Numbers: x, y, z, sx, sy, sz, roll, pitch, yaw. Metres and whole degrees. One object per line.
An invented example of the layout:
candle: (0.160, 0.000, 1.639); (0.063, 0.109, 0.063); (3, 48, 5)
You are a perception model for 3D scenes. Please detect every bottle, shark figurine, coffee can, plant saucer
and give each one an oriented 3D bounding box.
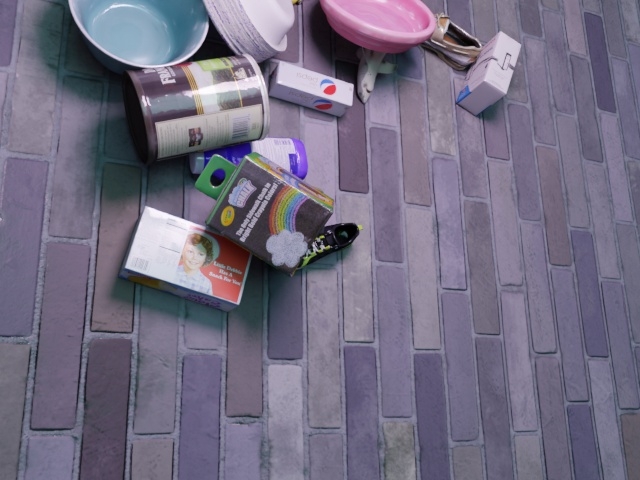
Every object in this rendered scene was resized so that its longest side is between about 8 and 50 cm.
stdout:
bottle: (-0.174, -0.194, 1.614); (0.282, 0.092, 0.118); (-3, 71, -26)
shark figurine: (0.165, -0.538, 1.878); (0.278, 0.116, 0.166); (-45, 130, -21)
coffee can: (-0.277, -0.295, 1.473); (0.275, 0.201, 0.202); (-15, 82, -23)
plant saucer: (0.146, -0.608, 1.791); (0.332, 0.084, 0.332); (12, 42, -11)

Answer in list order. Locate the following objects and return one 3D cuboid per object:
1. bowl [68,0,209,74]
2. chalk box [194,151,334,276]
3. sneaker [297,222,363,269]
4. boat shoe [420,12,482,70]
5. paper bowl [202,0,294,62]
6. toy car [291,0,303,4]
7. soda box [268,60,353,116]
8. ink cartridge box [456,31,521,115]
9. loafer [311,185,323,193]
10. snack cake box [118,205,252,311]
bowl: (-0.431, -0.506, 1.546); (0.311, 0.163, 0.312); (8, 71, -23)
chalk box: (-0.134, -0.082, 1.485); (0.289, 0.179, 0.180); (33, 100, -3)
sneaker: (0.000, 0.000, 1.635); (0.234, 0.097, 0.084); (-24, 85, -29)
boat shoe: (0.348, -0.631, 1.983); (0.302, 0.103, 0.113); (26, 65, -16)
paper bowl: (-0.168, -0.588, 1.621); (0.284, 0.148, 0.284); (53, 25, -39)
toy car: (0.020, -0.744, 1.891); (0.225, 0.053, 0.239); (21, 67, -18)
soda box: (-0.024, -0.399, 1.756); (0.216, 0.074, 0.069); (12, 70, -22)
ink cartridge box: (0.506, -0.500, 1.993); (0.086, 0.148, 0.203); (28, 64, -13)
loafer: (-0.063, -0.105, 1.664); (0.148, 0.056, 0.050); (-4, 77, -16)
snack cake box: (-0.297, 0.045, 1.488); (0.264, 0.089, 0.152); (21, 65, -19)
